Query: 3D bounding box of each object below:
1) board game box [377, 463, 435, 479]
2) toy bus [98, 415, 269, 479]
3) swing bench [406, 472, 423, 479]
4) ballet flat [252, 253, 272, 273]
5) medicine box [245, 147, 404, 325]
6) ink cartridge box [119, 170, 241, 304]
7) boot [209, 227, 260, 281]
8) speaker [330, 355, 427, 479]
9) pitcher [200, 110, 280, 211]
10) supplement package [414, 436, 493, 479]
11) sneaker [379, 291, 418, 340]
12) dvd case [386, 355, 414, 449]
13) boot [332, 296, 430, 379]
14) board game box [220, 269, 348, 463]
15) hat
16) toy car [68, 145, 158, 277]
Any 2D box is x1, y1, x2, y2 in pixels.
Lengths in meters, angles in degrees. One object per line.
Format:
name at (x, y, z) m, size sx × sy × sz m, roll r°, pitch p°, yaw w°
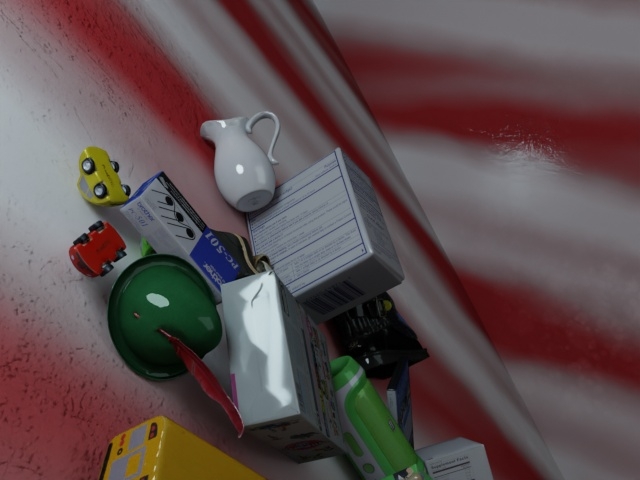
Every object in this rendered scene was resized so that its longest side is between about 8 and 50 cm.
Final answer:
board game box at (0.156, 0.506, 1.034) m, size 0.317 × 0.213 × 0.046 m, roll 46°, pitch 24°, yaw -32°
toy bus at (-0.120, 0.345, 0.729) m, size 0.333 × 0.130 × 0.108 m, roll 46°, pitch 25°, yaw -33°
swing bench at (0.120, 0.518, 0.895) m, size 0.253 × 0.254 × 0.165 m, roll 47°, pitch 17°, yaw -32°
ballet flat at (-0.110, 0.111, 1.158) m, size 0.073 × 0.067 × 0.206 m, roll 28°, pitch 37°, yaw -50°
medicine box at (0.000, 0.000, 1.282) m, size 0.149 × 0.263 × 0.290 m, roll 36°, pitch 31°, yaw -48°
ink cartridge box at (-0.213, 0.000, 0.944) m, size 0.207 × 0.046 × 0.097 m, roll 54°, pitch 23°, yaw -21°
boot at (-0.177, 0.056, 1.090) m, size 0.137 × 0.077 × 0.198 m, roll 26°, pitch 26°, yaw -49°
speaker at (0.094, 0.380, 1.187) m, size 0.297 × 0.131 × 0.131 m, roll 58°, pitch 21°, yaw -6°
pitcher at (-0.151, -0.180, 1.304) m, size 0.125 × 0.177 × 0.207 m, roll 71°, pitch -3°, yaw -66°
supplement package at (0.294, 0.559, 1.265) m, size 0.139 × 0.133 × 0.244 m, roll 128°, pitch -52°, yaw -77°
sneaker at (0.201, 0.231, 1.746) m, size 0.209 × 0.069 × 0.082 m, roll 54°, pitch -14°, yaw 10°
dvd case at (0.181, 0.409, 1.339) m, size 0.180 × 0.022 × 0.253 m, roll -37°, pitch 123°, yaw -70°
boot at (0.141, 0.206, 1.523) m, size 0.348 × 0.131 × 0.260 m, roll 21°, pitch 43°, yaw -58°
board game box at (-0.051, 0.216, 0.969) m, size 0.303 × 0.097 × 0.224 m, roll 60°, pitch 16°, yaw -57°
hat at (-0.158, 0.113, 0.805) m, size 0.173 × 0.183 × 0.209 m, roll -44°, pitch 115°, yaw -38°
toy car at (-0.289, -0.005, 0.920) m, size 0.225 × 0.053 × 0.239 m, roll 38°, pitch 30°, yaw -45°
